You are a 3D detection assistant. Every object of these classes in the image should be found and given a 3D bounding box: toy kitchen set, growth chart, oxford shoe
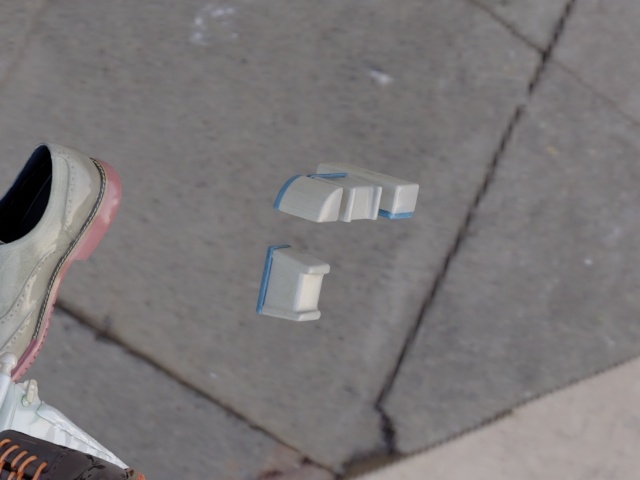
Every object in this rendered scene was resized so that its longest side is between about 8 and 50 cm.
[{"bbox_3d":[0.000,0.000,2.029,0.207,0.122,0.166,-5,109,-55],"label":"toy kitchen set"},{"bbox_3d":[-0.235,0.236,1.522,0.237,0.021,0.172,49,43,-30],"label":"growth chart"},{"bbox_3d":[-0.366,0.041,1.910,0.130,0.123,0.348,33,84,-54],"label":"oxford shoe"},{"bbox_3d":[-0.205,0.191,1.242,0.098,0.271,0.097,35,70,-15],"label":"oxford shoe"}]
